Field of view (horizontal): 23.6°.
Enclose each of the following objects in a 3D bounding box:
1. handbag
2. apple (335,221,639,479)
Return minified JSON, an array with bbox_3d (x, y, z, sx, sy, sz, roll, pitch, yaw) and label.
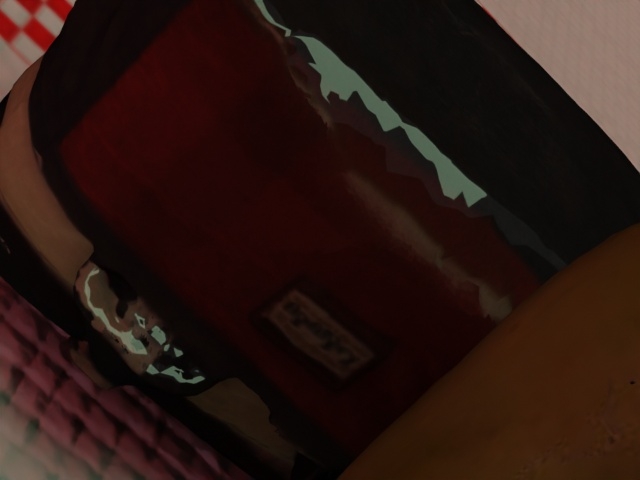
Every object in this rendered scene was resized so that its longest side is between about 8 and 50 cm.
[{"bbox_3d":[0.000,0.000,0.580,0.254,0.181,0.181,40,32,-18],"label":"handbag"},{"bbox_3d":[0.178,0.214,0.346,0.473,0.473,0.474,36,32,-28],"label":"apple"}]
